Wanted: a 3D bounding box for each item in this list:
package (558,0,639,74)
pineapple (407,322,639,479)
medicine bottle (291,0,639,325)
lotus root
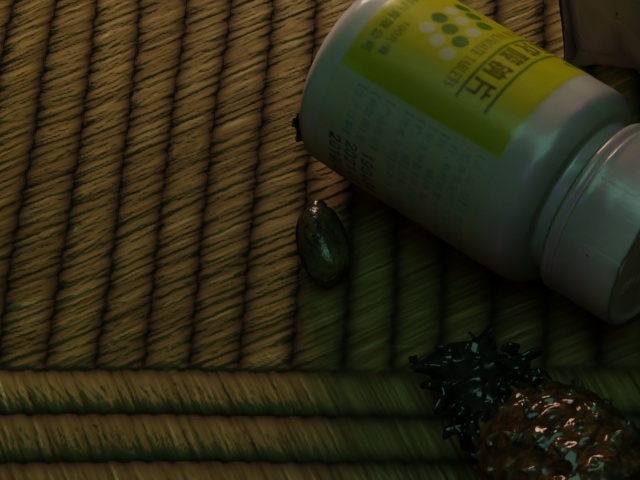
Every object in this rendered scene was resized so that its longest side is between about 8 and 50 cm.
[{"bbox_3d":[0.363,-0.275,1.962,0.221,0.311,0.165,-34,59,-14],"label":"package"},{"bbox_3d":[0.190,0.173,1.832,0.158,0.158,0.278,-32,47,-11],"label":"pineapple"},{"bbox_3d":[0.177,-0.089,1.935,0.379,0.213,0.213,33,69,23],"label":"medicine bottle"},{"bbox_3d":[0.000,0.000,1.999,0.049,0.054,0.099,-2,58,-18],"label":"lotus root"}]
